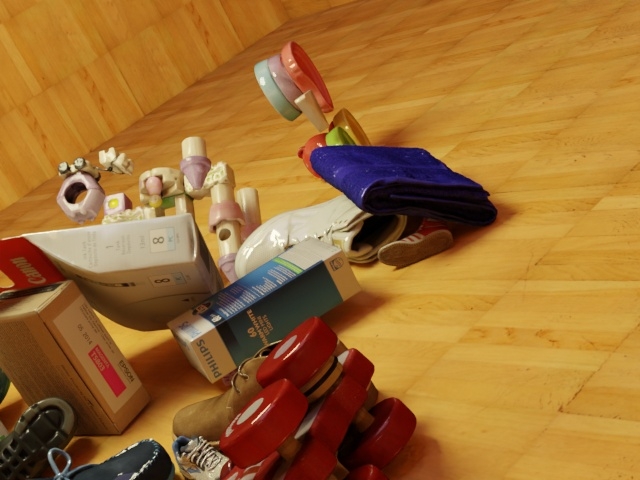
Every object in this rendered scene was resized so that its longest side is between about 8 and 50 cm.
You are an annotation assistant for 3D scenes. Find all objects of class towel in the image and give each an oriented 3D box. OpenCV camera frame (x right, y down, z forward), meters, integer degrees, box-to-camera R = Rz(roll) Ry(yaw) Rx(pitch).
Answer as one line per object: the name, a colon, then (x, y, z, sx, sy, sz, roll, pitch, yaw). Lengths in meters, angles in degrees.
towel: (0.126, -0.101, 1.901, 0.228, 0.076, 0.308, 7, 13, -19)

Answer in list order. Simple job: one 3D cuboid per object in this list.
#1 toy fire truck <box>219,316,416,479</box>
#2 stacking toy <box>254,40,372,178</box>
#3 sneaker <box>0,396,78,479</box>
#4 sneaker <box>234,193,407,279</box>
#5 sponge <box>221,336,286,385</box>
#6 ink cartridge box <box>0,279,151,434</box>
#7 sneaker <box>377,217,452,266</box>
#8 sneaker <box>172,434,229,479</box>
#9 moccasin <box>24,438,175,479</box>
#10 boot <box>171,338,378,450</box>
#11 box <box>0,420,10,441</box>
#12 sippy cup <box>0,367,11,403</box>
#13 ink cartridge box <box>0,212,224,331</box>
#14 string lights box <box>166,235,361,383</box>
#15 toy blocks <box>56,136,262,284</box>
toy fire truck: (-0.048, 0.245, 1.308, 0.254, 0.169, 0.302, -39, 10, 29)
stacking toy: (-0.023, -0.208, 2.279, 0.130, 0.309, 0.279, -31, 28, 15)
sneaker: (-0.456, 0.344, 1.726, 0.267, 0.101, 0.106, -41, -8, -17)
sneaker: (0.000, 0.000, 1.938, 0.293, 0.108, 0.169, -28, 15, -6)
sponge: (-0.108, 0.148, 1.813, 0.117, 0.031, 0.210, -28, 19, -1)
ink cartridge box: (-0.394, 0.182, 1.800, 0.193, 0.234, 0.088, -9, 28, 42)
sneaker: (0.146, 0.001, 1.831, 0.118, 0.042, 0.067, -16, 25, 11)
sneaker: (-0.150, 0.277, 1.487, 0.052, 0.058, 0.135, -38, 22, -29)
moccasin: (-0.336, 0.348, 1.466, 0.342, 0.116, 0.138, -36, 20, -24)
boot: (-0.080, 0.191, 1.534, 0.305, 0.115, 0.112, -19, 22, 28)
box: (-0.565, 0.349, 1.805, 0.203, 0.103, 0.114, -35, 20, -21)
sippy cup: (-0.641, 0.248, 1.964, 0.240, 0.305, 0.224, -9, 18, -4)
ink cartridge box: (-0.356, 0.072, 1.839, 0.385, 0.091, 0.308, -8, -20, 1)
string lights box: (-0.085, 0.097, 1.748, 0.260, 0.076, 0.133, -31, 19, -14)
toy blocks: (-0.266, 0.008, 2.077, 0.289, 0.309, 0.260, -15, 64, 14)
